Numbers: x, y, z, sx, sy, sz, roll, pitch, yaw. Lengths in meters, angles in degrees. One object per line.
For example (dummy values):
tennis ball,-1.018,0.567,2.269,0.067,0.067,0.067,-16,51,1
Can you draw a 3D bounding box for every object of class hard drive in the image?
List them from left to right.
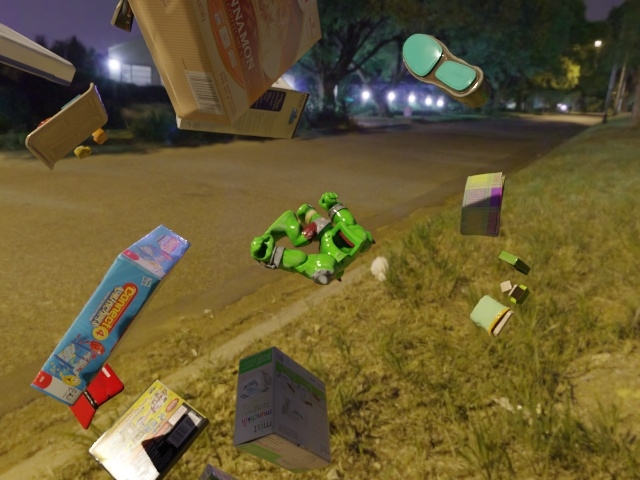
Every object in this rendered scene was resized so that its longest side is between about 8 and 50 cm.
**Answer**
hard drive,-0.539,-0.313,0.611,0.210,0.040,0.318,31,10,18

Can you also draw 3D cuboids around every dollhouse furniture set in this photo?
dollhouse furniture set,0.337,0.102,0.862,0.058,0.152,0.076,28,7,-34

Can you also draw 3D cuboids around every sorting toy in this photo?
sorting toy,-0.686,-0.298,1.255,0.041,0.229,0.307,41,-16,-8

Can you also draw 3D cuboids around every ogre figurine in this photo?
ogre figurine,0.000,0.000,0.660,0.118,0.097,0.197,36,22,17

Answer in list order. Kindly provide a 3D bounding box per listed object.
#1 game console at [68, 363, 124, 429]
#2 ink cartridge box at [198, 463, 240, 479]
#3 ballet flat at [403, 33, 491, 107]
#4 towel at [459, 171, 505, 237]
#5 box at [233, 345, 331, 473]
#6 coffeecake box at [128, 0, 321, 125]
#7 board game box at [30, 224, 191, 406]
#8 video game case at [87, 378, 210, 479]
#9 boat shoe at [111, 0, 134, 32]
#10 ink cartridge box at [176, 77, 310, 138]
game console,-0.605,0.397,1.202,0.144,0.085,0.124,38,49,25
ink cartridge box,-0.303,0.845,1.528,0.209,0.062,0.109,40,-17,-19
ballet flat,0.218,-0.295,0.799,0.068,0.072,0.213,24,25,-43
towel,0.213,-0.046,0.597,0.009,0.083,0.060,9,-5,-35
box,-0.091,0.447,1.185,0.126,0.262,0.231,-25,43,20
coffeecake box,-0.077,-0.220,0.419,0.068,0.142,0.185,14,51,24
board game box,-0.417,0.135,0.955,0.086,0.302,0.308,35,7,-12
video game case,-0.513,0.588,1.360,0.248,0.035,0.275,23,55,29
boat shoe,-0.369,-0.470,0.884,0.042,0.133,0.049,22,46,-27
ink cartridge box,-0.209,-0.368,1.226,0.332,0.165,0.065,1,49,-27
